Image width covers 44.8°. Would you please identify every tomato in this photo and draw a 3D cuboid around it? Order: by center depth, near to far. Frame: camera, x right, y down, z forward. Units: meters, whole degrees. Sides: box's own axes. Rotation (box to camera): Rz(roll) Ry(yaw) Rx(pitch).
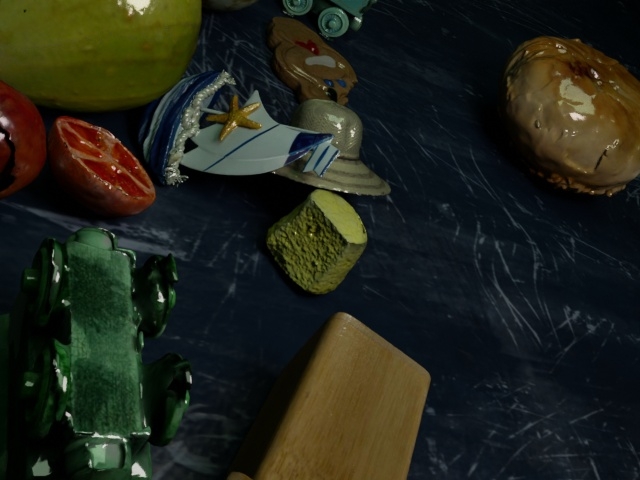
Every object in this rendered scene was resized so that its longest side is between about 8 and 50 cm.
[{"bbox_3d":[-0.287,-0.083,0.975,0.155,0.069,0.155,42,13,-12],"label":"tomato"}]

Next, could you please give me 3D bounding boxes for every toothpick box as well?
[{"bbox_3d":[-0.005,0.238,0.811,0.190,0.187,0.308,34,34,-4],"label":"toothpick box"}]

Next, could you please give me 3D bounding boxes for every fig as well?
[{"bbox_3d":[-0.324,-0.290,1.029,0.326,0.258,0.258,-26,69,-31],"label":"fig"}]

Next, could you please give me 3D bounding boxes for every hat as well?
[{"bbox_3d":[0.003,-0.159,1.181,0.252,0.110,0.252,16,16,-5],"label":"hat"}]

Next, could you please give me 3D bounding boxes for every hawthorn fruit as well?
[{"bbox_3d":[-0.386,-0.122,0.872,0.148,0.172,0.148,3,76,-12],"label":"hawthorn fruit"}]

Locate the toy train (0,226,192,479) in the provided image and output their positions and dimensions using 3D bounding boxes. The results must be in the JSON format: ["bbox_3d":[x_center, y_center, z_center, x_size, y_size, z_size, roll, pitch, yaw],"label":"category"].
[{"bbox_3d":[-0.218,0.122,0.729,0.145,0.202,0.266,10,45,-30],"label":"toy train"}]

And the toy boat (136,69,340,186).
[{"bbox_3d":[-0.111,-0.146,1.111,0.291,0.067,0.221,17,59,13],"label":"toy boat"}]

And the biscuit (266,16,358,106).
[{"bbox_3d":[-0.007,-0.309,1.465,0.183,0.047,0.320,13,46,-25],"label":"biscuit"}]

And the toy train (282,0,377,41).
[{"bbox_3d":[0.017,-0.525,1.602,0.203,0.163,0.112,29,37,-13],"label":"toy train"}]

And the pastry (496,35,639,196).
[{"bbox_3d":[0.552,-0.264,1.700,0.409,0.245,0.410,19,41,-18],"label":"pastry"}]

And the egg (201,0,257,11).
[{"bbox_3d":[-0.196,-0.546,1.392,0.289,0.238,0.238,40,37,14],"label":"egg"}]

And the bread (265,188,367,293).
[{"bbox_3d":[0.000,0.000,1.103,0.129,0.114,0.111,48,32,6],"label":"bread"}]
